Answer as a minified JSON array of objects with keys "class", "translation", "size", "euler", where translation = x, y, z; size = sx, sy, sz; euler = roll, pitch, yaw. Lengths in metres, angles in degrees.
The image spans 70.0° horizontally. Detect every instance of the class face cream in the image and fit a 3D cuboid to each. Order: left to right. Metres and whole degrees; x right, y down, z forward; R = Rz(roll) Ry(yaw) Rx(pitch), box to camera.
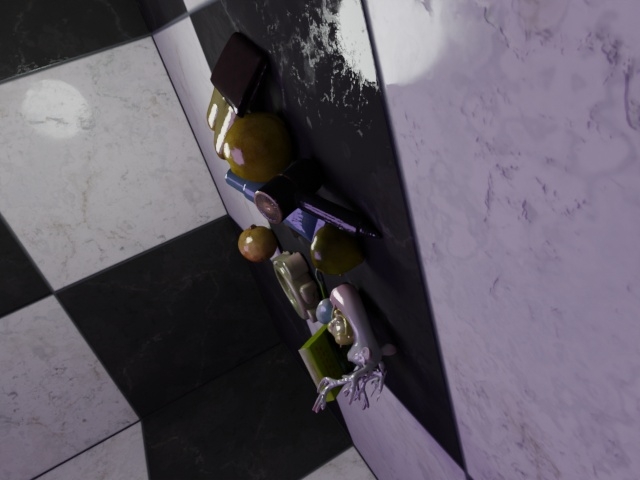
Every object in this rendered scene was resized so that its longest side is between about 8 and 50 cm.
[{"class":"face cream","translation":[-0.139,-0.127,1.423],"size":[0.385,0.086,0.135],"euler":[31,121,24]}]

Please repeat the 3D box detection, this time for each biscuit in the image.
[{"class":"biscuit","translation":[-0.304,-0.436,1.488],"size":[0.290,0.062,0.236],"euler":[-55,45,45]}]

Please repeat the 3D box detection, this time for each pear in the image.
[{"class":"pear","translation":[-0.186,-0.271,1.354],"size":[0.209,0.209,0.209],"euler":[56,163,27]}]

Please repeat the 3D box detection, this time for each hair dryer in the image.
[{"class":"hair dryer","translation":[0.019,-0.088,1.167],"size":[0.352,0.189,0.107],"euler":[27,145,28]}]

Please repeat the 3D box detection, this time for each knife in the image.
[{"class":"knife","translation":[0.005,0.174,1.787],"size":[0.026,0.022,0.184],"euler":[12,130,38]}]

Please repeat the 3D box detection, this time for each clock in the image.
[{"class":"clock","translation":[-0.095,0.200,1.998],"size":[0.309,0.114,0.284],"euler":[64,163,-8]}]

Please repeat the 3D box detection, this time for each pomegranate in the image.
[{"class":"pomegranate","translation":[-0.310,0.016,2.249],"size":[0.191,0.191,0.191],"euler":[56,163,27]}]

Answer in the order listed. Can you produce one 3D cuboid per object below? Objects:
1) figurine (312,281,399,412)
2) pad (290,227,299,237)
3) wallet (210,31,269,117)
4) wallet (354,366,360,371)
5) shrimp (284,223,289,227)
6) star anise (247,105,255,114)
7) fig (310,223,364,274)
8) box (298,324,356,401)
[{"class":"figurine","translation":[0.092,0.337,1.366],"size":[0.284,0.206,0.315],"euler":[-53,38,23]},{"class":"pad","translation":[-0.150,-0.167,1.768],"size":[0.330,0.004,0.220],"euler":[64,165,-1]},{"class":"wallet","translation":[-0.237,-0.483,1.315],"size":[0.229,0.049,0.182],"euler":[52,120,37]},{"class":"wallet","translation":[0.125,0.493,1.904],"size":[0.122,0.025,0.061],"euler":[54,164,31]},{"class":"shrimp","translation":[-0.097,-0.151,1.490],"size":[0.262,0.066,0.117],"euler":[105,166,-45]},{"class":"star anise","translation":[-0.240,-0.373,1.568],"size":[0.231,0.089,0.209],"euler":[85,166,-46]},{"class":"fig","translation":[0.038,0.022,1.210],"size":[0.121,0.153,0.135],"euler":[36,119,44]},{"class":"box","translation":[0.049,0.375,1.543],"size":[0.187,0.047,0.335],"euler":[63,-155,-2]}]
